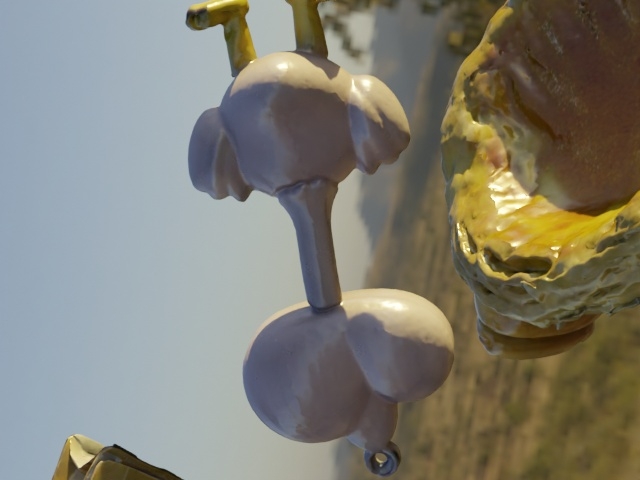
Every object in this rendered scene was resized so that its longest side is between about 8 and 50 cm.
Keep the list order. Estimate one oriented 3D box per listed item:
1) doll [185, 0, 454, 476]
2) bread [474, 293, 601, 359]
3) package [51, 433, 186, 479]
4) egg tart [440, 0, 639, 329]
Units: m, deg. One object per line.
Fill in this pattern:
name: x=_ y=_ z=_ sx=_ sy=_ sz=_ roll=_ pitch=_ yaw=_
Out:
doll: x=0.000 y=0.000 z=1.289 sx=0.094 sy=0.160 sz=0.365 roll=-80 pitch=-24 yaw=-75
bread: x=0.241 y=-0.023 z=1.989 sx=0.121 sy=0.172 sz=0.311 roll=16 pitch=121 yaw=49
package: x=-0.150 y=0.353 z=2.013 sx=0.165 sy=0.311 sz=0.221 roll=-28 pitch=38 yaw=52
egg tart: x=0.258 y=-0.096 z=1.511 sx=0.388 sy=0.169 sz=0.388 roll=-28 pitch=51 yaw=41
